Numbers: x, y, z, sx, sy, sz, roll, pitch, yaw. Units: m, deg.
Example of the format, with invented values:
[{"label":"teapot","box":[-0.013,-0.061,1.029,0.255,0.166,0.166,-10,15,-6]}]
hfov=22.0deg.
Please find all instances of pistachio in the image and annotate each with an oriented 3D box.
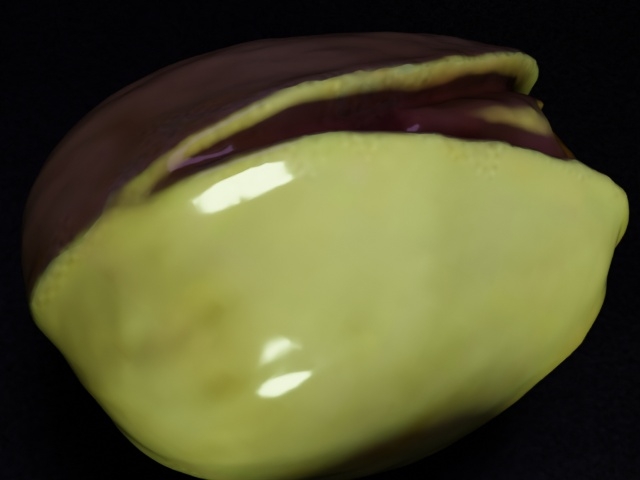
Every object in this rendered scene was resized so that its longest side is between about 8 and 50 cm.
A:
[{"label":"pistachio","box":[0.000,0.000,0.800,0.308,0.230,0.230,-14,59,-27]}]
